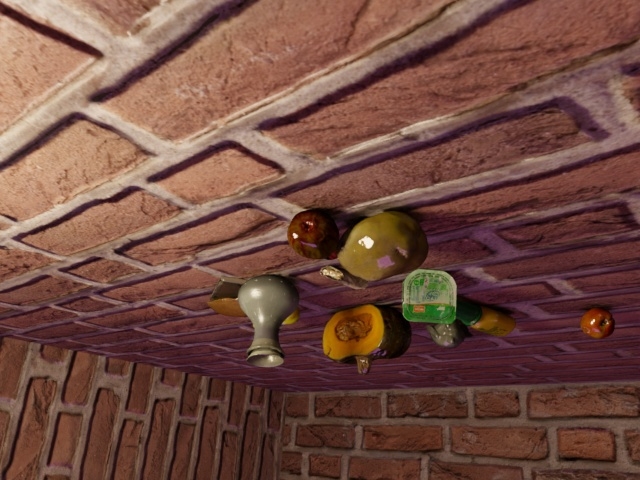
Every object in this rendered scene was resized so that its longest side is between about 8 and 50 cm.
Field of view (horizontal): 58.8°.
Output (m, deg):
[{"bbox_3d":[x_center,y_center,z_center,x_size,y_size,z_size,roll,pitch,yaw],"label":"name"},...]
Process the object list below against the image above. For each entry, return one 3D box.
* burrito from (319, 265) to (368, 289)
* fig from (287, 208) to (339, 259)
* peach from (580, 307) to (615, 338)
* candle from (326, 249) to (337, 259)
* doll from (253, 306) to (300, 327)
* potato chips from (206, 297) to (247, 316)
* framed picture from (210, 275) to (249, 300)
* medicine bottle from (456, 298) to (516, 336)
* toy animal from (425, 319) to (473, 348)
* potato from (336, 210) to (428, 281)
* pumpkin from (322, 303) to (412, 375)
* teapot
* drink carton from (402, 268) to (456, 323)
[{"bbox_3d":[0.070,0.105,1.588,0.149,0.041,0.055,21,167,-35],"label":"burrito"},{"bbox_3d":[-0.011,-0.004,1.246,0.109,0.103,0.154,20,161,17],"label":"fig"},{"bbox_3d":[0.853,0.255,1.750,0.101,0.100,0.100,4,158,1],"label":"peach"},{"bbox_3d":[0.000,0.000,1.350,0.053,0.048,0.162,-38,146,8],"label":"candle"},{"bbox_3d":[-0.144,0.261,1.933,0.135,0.098,0.241,3,153,-30],"label":"doll"},{"bbox_3d":[-0.294,0.232,1.919,0.202,0.049,0.150,1,156,32],"label":"potato chips"},{"bbox_3d":[-0.247,0.177,1.861,0.209,0.019,0.281,11,157,-16],"label":"framed picture"},{"bbox_3d":[0.502,0.244,1.810,0.309,0.076,0.111,21,147,-37],"label":"medicine bottle"},{"bbox_3d":[0.459,0.332,1.983,0.108,0.138,0.236,-39,140,11],"label":"toy animal"},{"bbox_3d":[0.133,0.014,1.233,0.155,0.137,0.200,-16,176,-42],"label":"potato"},{"bbox_3d":[0.151,0.343,1.932,0.317,0.221,0.139,-16,150,39],"label":"pumpkin"},{"bbox_3d":[-0.153,0.232,1.651,0.184,0.250,0.183,-1,147,0],"label":"teapot"},{"bbox_3d":[0.291,0.162,1.583,0.146,0.144,0.142,4,168,1],"label":"drink carton"}]
